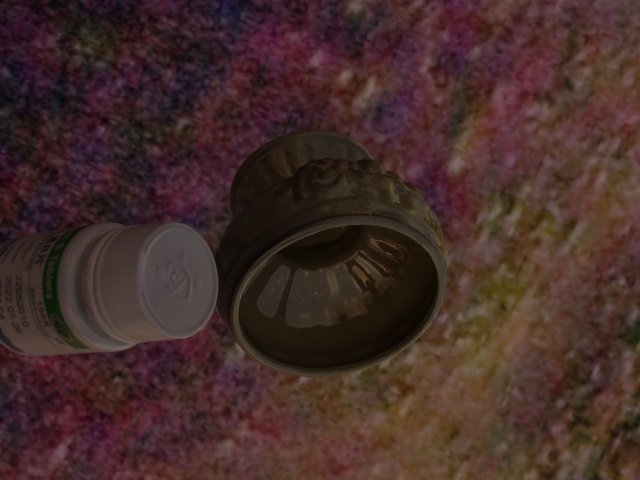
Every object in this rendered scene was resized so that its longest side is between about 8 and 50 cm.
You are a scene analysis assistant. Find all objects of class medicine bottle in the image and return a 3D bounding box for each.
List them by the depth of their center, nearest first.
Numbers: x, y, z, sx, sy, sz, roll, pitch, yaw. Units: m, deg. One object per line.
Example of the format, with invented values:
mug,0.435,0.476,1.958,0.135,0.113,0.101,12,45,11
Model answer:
medicine bottle,-0.230,0.050,1.118,0.139,0.237,0.139,11,76,-51

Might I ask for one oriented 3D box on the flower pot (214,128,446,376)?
flower pot,0.000,0.000,1.420,0.308,0.244,0.307,-8,132,-9
